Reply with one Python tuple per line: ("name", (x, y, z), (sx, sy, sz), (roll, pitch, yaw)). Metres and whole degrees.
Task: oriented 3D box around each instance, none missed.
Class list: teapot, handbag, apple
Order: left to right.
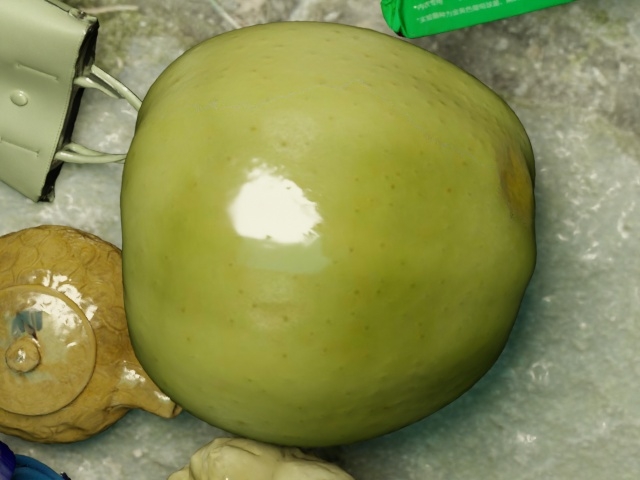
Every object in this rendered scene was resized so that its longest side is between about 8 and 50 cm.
("handbag", (-0.295, -0.144, 1.314), (0.315, 0.109, 0.241), (32, 138, 4))
("teapot", (-0.264, 0.087, 1.341), (0.311, 0.167, 0.203), (22, 98, 2))
("apple", (0.000, 0.000, 1.207), (0.357, 0.357, 0.357), (1, 100, 9))

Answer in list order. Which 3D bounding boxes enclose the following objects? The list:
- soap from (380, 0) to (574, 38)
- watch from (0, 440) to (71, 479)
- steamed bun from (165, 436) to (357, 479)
("soap", (0.177, -0.254, 1.208), (0.273, 0.218, 0.098), (-14, 113, 7))
("watch", (-0.305, 0.282, 1.391), (0.171, 0.196, 0.200), (-36, 114, 22))
("steamed bun", (-0.095, 0.306, 1.280), (0.372, 0.230, 0.324), (-21, 130, -14))
